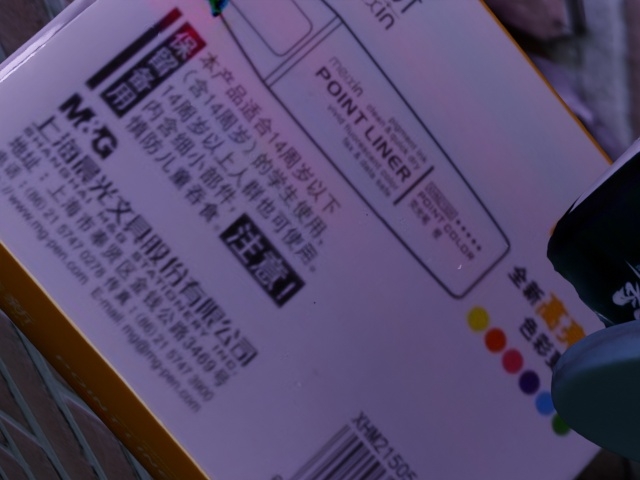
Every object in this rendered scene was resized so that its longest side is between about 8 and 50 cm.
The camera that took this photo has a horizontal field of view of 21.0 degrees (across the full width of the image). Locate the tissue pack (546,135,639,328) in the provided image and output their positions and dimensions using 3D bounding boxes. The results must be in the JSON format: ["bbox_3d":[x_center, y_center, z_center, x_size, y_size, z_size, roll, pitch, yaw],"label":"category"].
[{"bbox_3d":[0.154,-0.022,0.529,0.090,0.103,0.170,51,157,6],"label":"tissue pack"}]

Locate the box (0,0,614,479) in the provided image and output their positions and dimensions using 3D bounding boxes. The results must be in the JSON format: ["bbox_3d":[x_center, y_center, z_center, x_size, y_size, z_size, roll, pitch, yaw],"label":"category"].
[{"bbox_3d":[0.000,0.000,0.680,0.274,0.221,0.091,52,160,-9],"label":"box"}]

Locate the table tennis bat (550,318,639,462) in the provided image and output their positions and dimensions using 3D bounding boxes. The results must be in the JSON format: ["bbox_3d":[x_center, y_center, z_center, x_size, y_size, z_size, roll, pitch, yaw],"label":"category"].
[{"bbox_3d":[0.186,0.071,0.561,0.244,0.040,0.153,21,156,-26],"label":"table tennis bat"}]
